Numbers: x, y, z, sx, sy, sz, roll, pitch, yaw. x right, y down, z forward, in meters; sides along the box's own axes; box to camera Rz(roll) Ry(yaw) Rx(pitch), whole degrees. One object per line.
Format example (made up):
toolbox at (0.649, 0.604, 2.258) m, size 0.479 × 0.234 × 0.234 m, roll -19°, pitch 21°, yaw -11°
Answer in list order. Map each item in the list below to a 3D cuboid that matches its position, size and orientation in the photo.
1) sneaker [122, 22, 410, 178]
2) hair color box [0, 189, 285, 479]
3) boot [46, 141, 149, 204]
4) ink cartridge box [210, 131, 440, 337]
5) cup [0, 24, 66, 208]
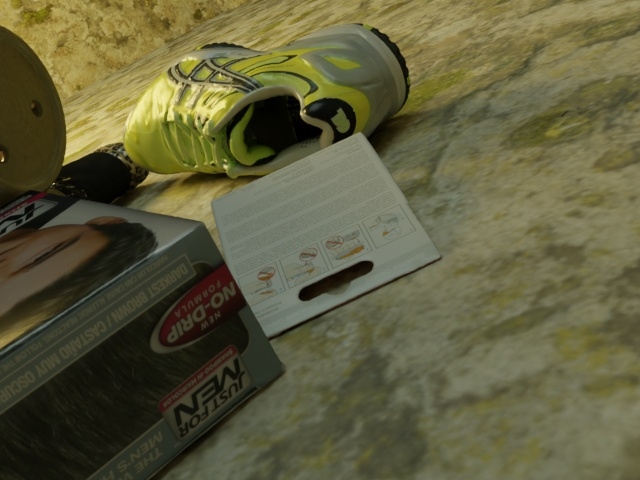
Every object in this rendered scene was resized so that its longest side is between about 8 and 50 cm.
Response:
sneaker at (-0.098, -0.138, 0.788) m, size 0.384 × 0.145 × 0.147 m, roll -9°, pitch 28°, yaw 37°
hair color box at (-0.212, 0.062, 0.518) m, size 0.185 × 0.114 × 0.374 m, roll -37°, pitch 26°, yaw -26°
boot at (-0.354, -0.053, 0.956) m, size 0.236 × 0.085 × 0.178 m, roll -9°, pitch 24°, yaw 35°
ink cartridge box at (0.000, 0.000, 0.550) m, size 0.145 × 0.045 × 0.179 m, roll -25°, pitch 41°, yaw 1°
cup at (-0.405, -0.107, 0.725) m, size 0.236 × 0.331 × 0.331 m, roll -9°, pitch 27°, yaw 16°
